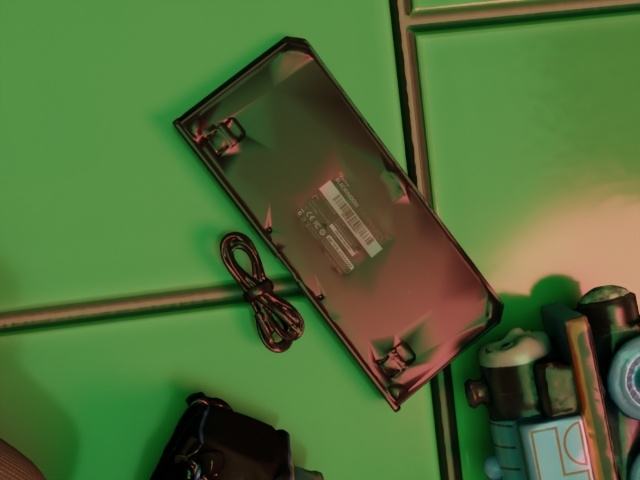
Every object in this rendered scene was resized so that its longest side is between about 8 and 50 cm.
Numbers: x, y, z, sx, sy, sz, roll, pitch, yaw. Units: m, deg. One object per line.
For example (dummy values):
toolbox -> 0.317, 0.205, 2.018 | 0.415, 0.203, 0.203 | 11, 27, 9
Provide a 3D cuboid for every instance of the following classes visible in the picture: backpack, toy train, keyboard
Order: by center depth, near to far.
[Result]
backpack -> -0.047, 0.144, 0.546 | 0.084, 0.105, 0.114 | 25, 94, -7
toy train -> 0.133, 0.117, 0.584 | 0.105, 0.080, 0.184 | -12, 94, -1
keyboard -> 0.000, 0.000, 0.589 | 0.108, 0.023, 0.180 | -39, 96, -11

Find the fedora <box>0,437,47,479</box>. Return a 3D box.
fedora -> -0.200, 0.153, 0.490 | 0.124, 0.243, 0.275 | 34, 88, -37
